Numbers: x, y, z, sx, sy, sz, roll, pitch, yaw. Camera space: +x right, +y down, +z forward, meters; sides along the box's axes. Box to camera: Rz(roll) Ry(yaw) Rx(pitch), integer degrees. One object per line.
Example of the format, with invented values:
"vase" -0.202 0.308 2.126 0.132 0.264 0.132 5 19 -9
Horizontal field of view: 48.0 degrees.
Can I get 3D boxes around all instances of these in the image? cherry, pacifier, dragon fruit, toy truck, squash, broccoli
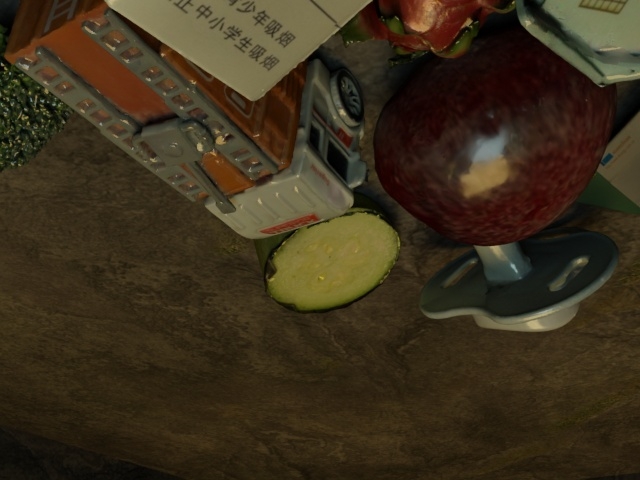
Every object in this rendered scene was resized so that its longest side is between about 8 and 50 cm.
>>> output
"cherry" 0.187 -0.111 0.767 0.230 0.203 0.300 25 129 -28
"pacifier" 0.252 0.003 0.988 0.299 0.244 0.233 -3 124 55
"dragon fruit" 0.090 -0.224 0.664 0.137 0.135 0.236 8 166 -17
"toy truck" -0.105 -0.147 0.721 0.173 0.206 0.387 -16 144 29
"squash" 0.010 0.001 1.079 0.220 0.133 0.220 -8 139 -7
"broccoli" -0.365 -0.159 0.768 0.176 0.198 0.226 33 118 13

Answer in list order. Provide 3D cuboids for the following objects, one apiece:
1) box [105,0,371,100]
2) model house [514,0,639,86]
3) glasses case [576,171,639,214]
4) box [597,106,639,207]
"box" -0.013 -0.229 0.499 0.259 0.071 0.168 -38 146 18
"model house" 0.231 -0.259 0.493 0.199 0.224 0.215 7 147 -7
"glasses case" 0.378 -0.080 0.943 0.184 0.039 0.077 10 148 -11
"box" 0.445 -0.067 0.813 0.233 0.067 0.149 44 147 12
